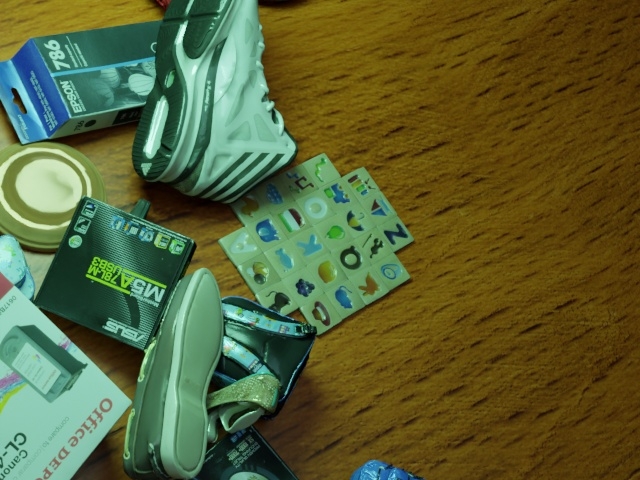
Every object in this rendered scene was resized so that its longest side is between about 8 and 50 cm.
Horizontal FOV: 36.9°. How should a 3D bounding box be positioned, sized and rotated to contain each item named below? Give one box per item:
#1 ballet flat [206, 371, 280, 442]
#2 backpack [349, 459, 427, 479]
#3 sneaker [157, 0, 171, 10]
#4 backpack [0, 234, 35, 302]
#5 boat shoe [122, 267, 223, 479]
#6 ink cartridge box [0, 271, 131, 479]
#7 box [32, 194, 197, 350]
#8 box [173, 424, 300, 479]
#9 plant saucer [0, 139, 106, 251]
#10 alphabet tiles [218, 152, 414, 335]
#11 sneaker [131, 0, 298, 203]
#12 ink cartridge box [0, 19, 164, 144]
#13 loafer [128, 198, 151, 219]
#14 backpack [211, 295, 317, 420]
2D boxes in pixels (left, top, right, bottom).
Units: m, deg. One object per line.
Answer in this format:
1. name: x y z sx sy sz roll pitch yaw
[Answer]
1. ballet flat: -0.149 0.255 1.401 0.073 0.206 0.067 41 32 -40
2. backpack: 0.106 0.395 1.496 0.120 0.101 0.098 24 51 -7
3. sneaker: -0.300 -0.453 1.748 0.128 0.087 0.221 3 36 -11
4. backpack: -0.479 0.057 1.419 0.105 0.084 0.114 -23 79 -28
5. boat shoe: -0.210 0.185 1.371 0.116 0.097 0.324 51 35 -49
6. ink cartridge box: -0.444 0.200 1.286 0.306 0.131 0.226 47 56 -15
7. box: -0.310 0.051 1.456 0.191 0.045 0.184 23 80 4
8. box: -0.135 0.379 1.410 0.180 0.077 0.147 -37 84 -33
9. plant saucer: -0.440 -0.078 1.533 0.200 0.037 0.200 10 61 -19
10. alphabet tiles: 0.000 0.000 1.703 0.343 0.011 0.285 -29 79 -32
11. sneaker: -0.146 -0.275 1.653 0.257 0.169 0.447 24 78 -41
12. ink cartridge box: -0.376 -0.275 1.626 0.333 0.065 0.165 -21 75 -36
13. loafer: -0.332 -0.009 1.532 0.061 0.062 0.170 33 56 -2
14. backpack: -0.114 0.178 1.499 0.173 0.117 0.158 25 55 5
